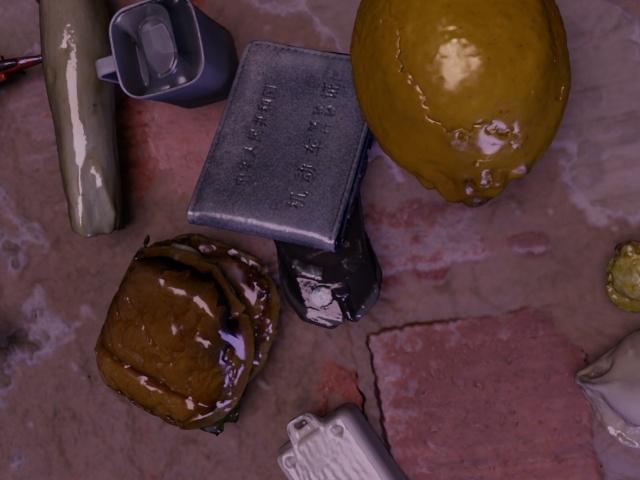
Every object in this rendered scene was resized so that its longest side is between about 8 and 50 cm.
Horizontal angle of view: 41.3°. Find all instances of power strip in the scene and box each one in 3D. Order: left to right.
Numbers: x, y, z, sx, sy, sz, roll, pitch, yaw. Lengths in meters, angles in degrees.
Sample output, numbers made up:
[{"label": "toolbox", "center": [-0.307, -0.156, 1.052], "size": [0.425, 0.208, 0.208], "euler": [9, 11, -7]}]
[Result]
[{"label": "power strip", "center": [0.076, 0.320, 0.881], "size": [0.098, 0.058, 0.338], "euler": [-36, 82, 12]}]

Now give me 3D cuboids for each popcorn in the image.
[{"label": "popcorn", "center": [0.305, 0.037, 0.816], "size": [0.059, 0.068, 0.083], "euler": [4, 124, 23]}]

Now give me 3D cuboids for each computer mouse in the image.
[{"label": "computer mouse", "center": [0.000, 0.000, 0.882], "size": [0.106, 0.062, 0.192], "euler": [-16, 72, -2]}]

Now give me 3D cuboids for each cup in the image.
[{"label": "cup", "center": [-0.163, -0.189, 0.895], "size": [0.128, 0.129, 0.095], "euler": [-14, 87, 14]}]

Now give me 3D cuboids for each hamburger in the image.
[{"label": "hamburger", "center": [-0.148, 0.096, 0.900], "size": [0.183, 0.130, 0.206], "euler": [27, 100, 15]}]

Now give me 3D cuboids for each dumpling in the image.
[{"label": "dumpling", "center": [0.340, 0.141, 0.790], "size": [0.169, 0.100, 0.134], "euler": [-37, 95, 14]}]

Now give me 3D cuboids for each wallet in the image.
[{"label": "wallet", "center": [-0.031, -0.103, 0.871], "size": [0.167, 0.036, 0.222], "euler": [12, 69, 13]}]

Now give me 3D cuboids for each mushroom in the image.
[{"label": "mushroom", "center": [-0.260, -0.160, 0.934], "size": [0.081, 0.100, 0.312], "euler": [-8, 92, -7]}]

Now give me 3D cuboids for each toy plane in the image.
[{"label": "toy plane", "center": [-0.397, -0.192, 0.993], "size": [0.189, 0.061, 0.130], "euler": [-9, 88, 10]}]

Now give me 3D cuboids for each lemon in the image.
[{"label": "lemon", "center": [0.128, -0.159, 0.785], "size": [0.204, 0.204, 0.260], "euler": [-8, 84, 15]}]
